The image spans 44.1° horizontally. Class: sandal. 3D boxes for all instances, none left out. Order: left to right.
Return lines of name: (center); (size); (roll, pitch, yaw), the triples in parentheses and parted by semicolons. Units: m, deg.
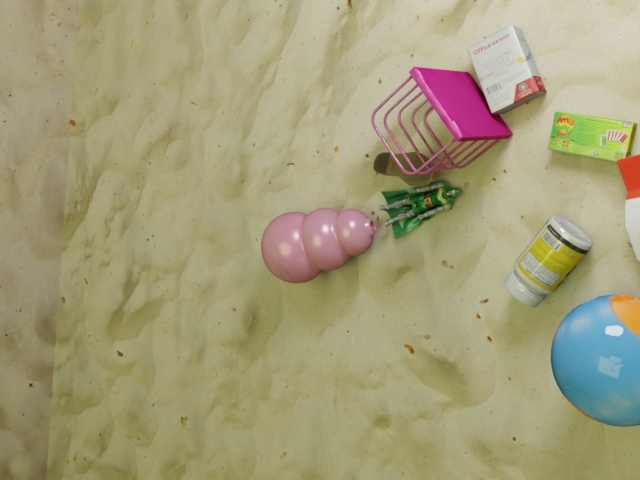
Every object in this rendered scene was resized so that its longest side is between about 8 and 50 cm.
sandal: (0.244, -0.187, 2.095); (0.240, 0.079, 0.088); (21, 95, 53)

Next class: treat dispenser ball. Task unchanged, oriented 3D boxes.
treat dispenser ball: (0.656, 0.263, 1.740); (0.288, 0.288, 0.288); (5, 99, 34)

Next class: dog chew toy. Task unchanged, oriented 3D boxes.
dog chew toy: (0.000, 0.000, 2.213); (0.331, 0.206, 0.207); (-16, 87, 27)

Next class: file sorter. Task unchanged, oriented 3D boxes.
file sorter: (0.288, -0.280, 1.918); (0.182, 0.290, 0.202); (-41, 74, 33)

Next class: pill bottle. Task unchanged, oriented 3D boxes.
pill bottle: (0.541, 0.052, 1.892); (0.119, 0.119, 0.208); (44, 118, 21)

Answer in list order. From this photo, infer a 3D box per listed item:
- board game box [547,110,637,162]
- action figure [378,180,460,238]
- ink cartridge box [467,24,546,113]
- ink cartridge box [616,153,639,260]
board game box: (0.631, -0.242, 1.838); (0.181, 0.043, 0.092); (16, 104, 31)
action figure: (0.267, -0.099, 2.094); (0.232, 0.063, 0.137); (-20, 89, 34)
ink cartridge box: (0.453, -0.414, 1.918); (0.127, 0.072, 0.175); (-23, 83, 34)
ink cartridge box: (0.745, -0.077, 1.715); (0.189, 0.066, 0.232); (-13, 105, 56)
